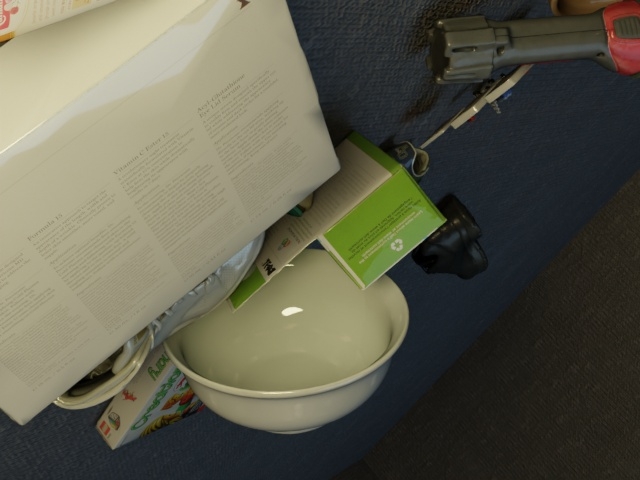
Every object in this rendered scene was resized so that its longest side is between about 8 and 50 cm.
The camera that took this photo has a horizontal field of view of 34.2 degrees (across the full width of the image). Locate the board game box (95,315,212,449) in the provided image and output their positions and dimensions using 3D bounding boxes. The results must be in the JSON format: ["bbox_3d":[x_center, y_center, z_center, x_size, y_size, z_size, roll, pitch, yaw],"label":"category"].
[{"bbox_3d":[-0.182,0.168,1.500,0.193,0.053,0.305,-17,150,-51],"label":"board game box"}]

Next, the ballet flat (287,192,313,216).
[{"bbox_3d":[-0.058,-0.091,1.135,0.086,0.086,0.248,-43,164,3],"label":"ballet flat"}]

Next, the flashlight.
[{"bbox_3d":[0.282,-0.239,1.266,0.304,0.103,0.103,-7,126,-10],"label":"flashlight"}]

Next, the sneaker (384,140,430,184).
[{"bbox_3d":[0.127,-0.093,1.510,0.086,0.064,0.192,-39,160,10],"label":"sneaker"}]

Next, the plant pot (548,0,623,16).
[{"bbox_3d":[0.384,-0.366,1.269,0.238,0.109,0.237,-12,167,-3],"label":"plant pot"}]

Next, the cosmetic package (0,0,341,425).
[{"bbox_3d":[-0.174,-0.048,0.845,0.377,0.097,0.284,-39,152,-11],"label":"cosmetic package"}]

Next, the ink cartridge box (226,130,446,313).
[{"bbox_3d":[0.000,0.000,1.267,0.255,0.097,0.189,-41,-156,1],"label":"ink cartridge box"}]

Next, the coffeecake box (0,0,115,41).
[{"bbox_3d":[-0.148,-0.216,0.641,0.186,0.068,0.142,-30,159,-32],"label":"coffeecake box"}]

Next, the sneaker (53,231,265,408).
[{"bbox_3d":[-0.173,0.072,1.118,0.292,0.108,0.169,-42,-170,5],"label":"sneaker"}]

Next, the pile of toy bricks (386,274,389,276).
[{"bbox_3d":[0.085,0.076,1.796,0.212,0.118,0.105,42,64,-63],"label":"pile of toy bricks"}]

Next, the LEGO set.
[{"bbox_3d":[0.257,-0.208,1.430,0.182,0.060,0.244,-36,-173,45],"label":"LEGO set"}]

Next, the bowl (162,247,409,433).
[{"bbox_3d":[-0.040,0.141,1.277,0.298,0.298,0.134,-29,131,-34],"label":"bowl"}]

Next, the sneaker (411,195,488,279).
[{"bbox_3d":[0.236,0.015,1.967,0.130,0.109,0.286,-35,153,0],"label":"sneaker"}]
